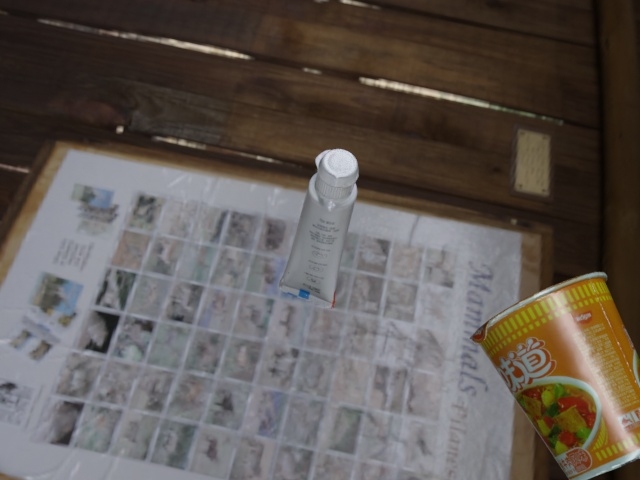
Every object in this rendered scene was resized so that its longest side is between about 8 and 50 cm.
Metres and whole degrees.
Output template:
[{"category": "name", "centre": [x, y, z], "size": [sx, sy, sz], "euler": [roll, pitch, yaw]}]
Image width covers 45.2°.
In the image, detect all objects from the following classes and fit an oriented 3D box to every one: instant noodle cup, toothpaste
[{"category": "instant noodle cup", "centre": [0.275, 0.152, 0.820], "size": [0.168, 0.169, 0.185], "euler": [98, -29, -64]}, {"category": "toothpaste", "centre": [0.000, 0.000, 0.536], "size": [0.190, 0.048, 0.031], "euler": [104, 6, -60]}]
